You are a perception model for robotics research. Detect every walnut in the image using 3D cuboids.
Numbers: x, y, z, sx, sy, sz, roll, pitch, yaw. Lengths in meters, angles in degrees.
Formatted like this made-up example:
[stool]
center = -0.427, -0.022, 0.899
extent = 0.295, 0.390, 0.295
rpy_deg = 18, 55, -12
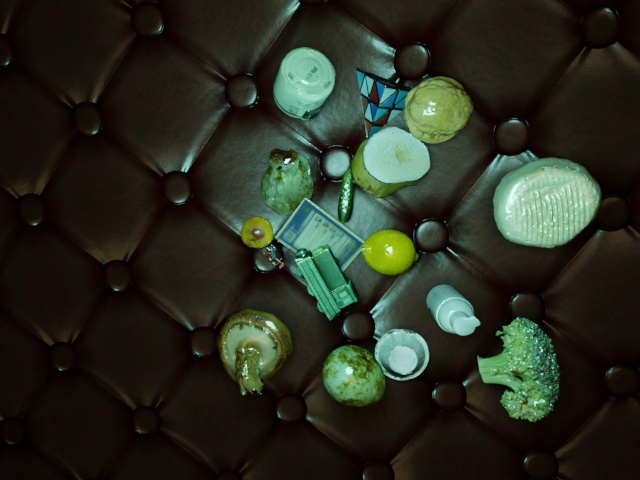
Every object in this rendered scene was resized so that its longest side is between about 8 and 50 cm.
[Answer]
[walnut]
center = 0.444, -0.487, 1.530
extent = 0.257, 0.224, 0.257
rpy_deg = -4, 105, -13

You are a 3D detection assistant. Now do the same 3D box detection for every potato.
[potato]
center = 0.259, -0.295, 1.605
extent = 0.300, 0.196, 0.246
rpy_deg = -12, 81, -20

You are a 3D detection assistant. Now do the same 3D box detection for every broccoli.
[broccoli]
center = 0.801, 0.514, 1.604
extent = 0.338, 0.277, 0.317
rpy_deg = 44, 119, 8

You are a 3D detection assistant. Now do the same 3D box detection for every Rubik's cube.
[Rubik's cube]
center = 0.270, -0.553, 1.539
extent = 0.250, 0.234, 0.284
rpy_deg = -4, 96, 6

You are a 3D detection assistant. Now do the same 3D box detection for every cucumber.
[cucumber]
center = 0.108, -0.185, 1.685
extent = 0.069, 0.069, 0.227
rpy_deg = 6, 96, 5

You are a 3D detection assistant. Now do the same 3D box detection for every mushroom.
[mushroom]
center = -0.277, 0.455, 1.702
extent = 0.345, 0.259, 0.345
rpy_deg = 1, 97, 5

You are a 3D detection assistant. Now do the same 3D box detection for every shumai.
[shumai]
center = -0.147, -0.231, 1.639
extent = 0.222, 0.203, 0.272
rpy_deg = -1, 101, 7

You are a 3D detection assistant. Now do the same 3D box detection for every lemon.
[lemon]
center = 0.276, 0.046, 1.636
extent = 0.244, 0.187, 0.187
rpy_deg = 7, 98, -5

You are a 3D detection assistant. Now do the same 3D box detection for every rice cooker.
[rice cooker]
center = -0.065, -0.597, 1.569
extent = 0.226, 0.244, 0.226
rpy_deg = 3, 82, -18

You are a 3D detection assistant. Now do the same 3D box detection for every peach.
[peach]
center = -0.264, -0.037, 1.711
extent = 0.138, 0.138, 0.138
rpy_deg = 1, 97, 6

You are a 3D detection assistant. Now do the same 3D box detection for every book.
[book]
center = 0.000, 0.000, 1.707
extent = 0.322, 0.018, 0.228
rpy_deg = 37, 110, -7

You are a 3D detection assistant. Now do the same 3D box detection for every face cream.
[face cream]
center = 0.503, 0.275, 1.545
extent = 0.145, 0.370, 0.145
rpy_deg = 1, 96, 6

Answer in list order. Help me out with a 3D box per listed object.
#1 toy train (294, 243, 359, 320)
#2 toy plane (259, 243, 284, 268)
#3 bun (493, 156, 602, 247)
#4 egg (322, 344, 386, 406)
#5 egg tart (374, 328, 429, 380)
[toy train]
center = 0.025, 0.160, 1.689
extent = 0.178, 0.138, 0.330
rpy_deg = -27, 102, 5
[toy plane]
center = -0.210, 0.064, 1.758
extent = 0.145, 0.037, 0.060
rpy_deg = 43, 121, -3
[bun]
center = 0.846, -0.145, 1.546
extent = 0.360, 0.211, 0.359
rpy_deg = 3, 103, 15
[egg]
center = 0.144, 0.566, 1.689
extent = 0.289, 0.238, 0.238
rpy_deg = 34, 100, -22
[egg tart]
center = 0.346, 0.491, 1.729
extent = 0.234, 0.094, 0.234
rpy_deg = 1, 99, 6
